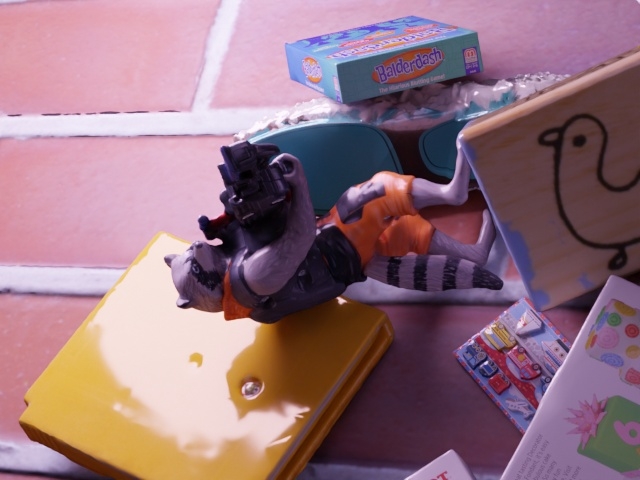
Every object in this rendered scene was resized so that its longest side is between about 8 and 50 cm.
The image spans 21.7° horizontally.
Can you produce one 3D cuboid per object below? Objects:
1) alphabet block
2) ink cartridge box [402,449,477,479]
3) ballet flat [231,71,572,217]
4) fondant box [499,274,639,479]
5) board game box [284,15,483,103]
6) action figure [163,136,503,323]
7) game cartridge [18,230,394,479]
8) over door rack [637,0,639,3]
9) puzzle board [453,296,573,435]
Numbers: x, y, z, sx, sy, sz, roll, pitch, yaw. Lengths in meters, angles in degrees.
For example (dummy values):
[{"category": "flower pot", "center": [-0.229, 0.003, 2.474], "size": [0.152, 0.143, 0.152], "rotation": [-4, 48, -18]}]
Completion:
[{"category": "alphabet block", "center": [0.262, -0.064, 1.600], "size": [0.197, 0.193, 0.192], "rotation": [-24, 95, 11]}, {"category": "ink cartridge box", "center": [0.117, 0.328, 1.542], "size": [0.160, 0.092, 0.219], "rotation": [-33, 53, 1]}, {"category": "ballet flat", "center": [0.109, -0.110, 1.816], "size": [0.409, 0.147, 0.147], "rotation": [-5, 59, 18]}, {"category": "fondant box", "center": [0.347, 0.211, 1.458], "size": [0.330, 0.096, 0.238], "rotation": [26, 73, 16]}, {"category": "board game box", "center": [0.065, -0.200, 1.821], "size": [0.160, 0.047, 0.210], "rotation": [-14, 16, -14]}, {"category": "action figure", "center": [0.000, 0.000, 1.659], "size": [0.330, 0.341, 0.178], "rotation": [-15, 78, 8]}, {"category": "game cartridge", "center": [-0.127, 0.144, 1.768], "size": [0.324, 0.052, 0.285], "rotation": [19, 59, 34]}, {"category": "over door rack", "center": [0.413, -0.118, 1.597], "size": [0.108, 0.239, 0.324], "rotation": [-27, 52, 14]}, {"category": "puzzle board", "center": [0.206, 0.125, 1.680], "size": [0.096, 0.011, 0.128], "rotation": [-39, 53, -2]}]
